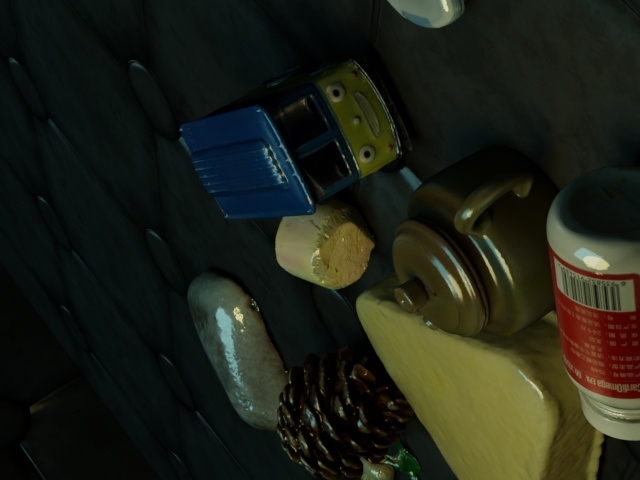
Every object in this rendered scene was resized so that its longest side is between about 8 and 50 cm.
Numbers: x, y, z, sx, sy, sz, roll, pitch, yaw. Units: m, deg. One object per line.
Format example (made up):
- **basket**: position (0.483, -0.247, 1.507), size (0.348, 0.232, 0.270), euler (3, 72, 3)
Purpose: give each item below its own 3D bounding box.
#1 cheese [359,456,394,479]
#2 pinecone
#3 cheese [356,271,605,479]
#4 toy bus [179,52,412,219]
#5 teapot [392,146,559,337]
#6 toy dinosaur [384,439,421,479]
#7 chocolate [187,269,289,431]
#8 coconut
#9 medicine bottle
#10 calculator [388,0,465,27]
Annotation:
- **cheese**: position (0.093, 0.404, 2.425), size (0.065, 0.043, 0.194), euler (47, 156, 31)
- **pinecone**: position (0.031, 0.238, 2.155), size (0.184, 0.179, 0.204), euler (44, 130, 9)
- **cheese**: position (0.213, 0.177, 1.744), size (0.384, 0.104, 0.384), euler (47, 156, 28)
- **toy bus**: position (-0.034, -0.120, 1.791), size (0.138, 0.175, 0.288), euler (63, 159, -10)
- **teapot**: position (0.154, 0.013, 1.554), size (0.185, 0.175, 0.267), euler (48, 157, 21)
- **toy dinosaur**: position (0.127, 0.322, 2.271), size (0.060, 0.029, 0.119), euler (28, 141, 27)
- **chocolate**: position (-0.141, 0.199, 2.610), size (0.185, 0.100, 0.303), euler (17, 131, 65)
- **coconut**: position (0.000, 0.000, 1.971), size (0.122, 0.116, 0.116), euler (26, 143, 46)
- **medicine bottle**: position (0.281, 0.060, 1.387), size (0.131, 0.131, 0.250), euler (38, 152, 44)
- **calculator**: position (0.083, -0.303, 1.461), size (0.121, 0.039, 0.210), euler (28, 143, 51)
